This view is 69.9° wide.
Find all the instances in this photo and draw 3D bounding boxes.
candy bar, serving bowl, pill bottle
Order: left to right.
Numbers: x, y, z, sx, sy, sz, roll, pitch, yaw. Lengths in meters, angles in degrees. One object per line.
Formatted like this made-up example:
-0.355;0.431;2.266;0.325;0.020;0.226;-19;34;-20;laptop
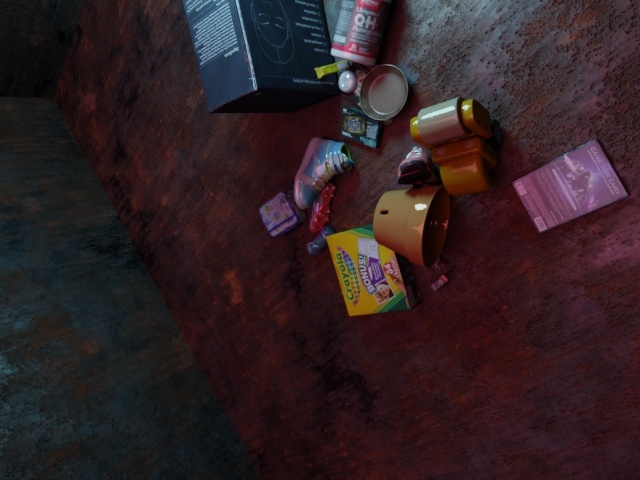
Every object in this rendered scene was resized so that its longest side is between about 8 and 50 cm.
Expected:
0.050;-0.670;1.784;0.018;0.161;0.040;0;114;59;candy bar
0.102;-0.622;1.799;0.083;0.027;0.083;13;111;36;serving bowl
0.154;-0.811;1.644;0.176;0.176;0.318;29;119;30;pill bottle

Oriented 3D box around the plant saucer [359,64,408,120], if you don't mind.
0.239;-0.546;1.701;0.198;0.036;0.199;6;101;34;plant saucer

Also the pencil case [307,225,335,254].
0.000;0.000;2.062;0.070;0.064;0.152;28;128;-20;pencil case

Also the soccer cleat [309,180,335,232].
-0.004;-0.156;2.023;0.095;0.083;0.248;41;125;41;soccer cleat

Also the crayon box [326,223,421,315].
0.215;0.117;1.897;0.313;0.106;0.363;-15;92;40;crayon box

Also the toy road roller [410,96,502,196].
0.447;-0.283;1.463;0.202;0.329;0.241;-9;74;39;toy road roller

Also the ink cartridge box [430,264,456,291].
0.472;0.144;1.727;0.029;0.063;0.115;51;127;17;ink cartridge box

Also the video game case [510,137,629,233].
0.769;-0.163;1.432;0.274;0.026;0.196;-31;82;39;video game case

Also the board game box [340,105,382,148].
0.160;-0.451;1.818;0.186;0.026;0.126;28;129;33;board game box

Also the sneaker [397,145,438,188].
0.325;-0.263;1.584;0.116;0.314;0.136;-11;84;21;sneaker

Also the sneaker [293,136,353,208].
0.020;-0.272;1.882;0.208;0.127;0.319;13;85;32;sneaker

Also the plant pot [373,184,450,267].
0.320;-0.066;1.633;0.203;0.291;0.291;14;111;30;plant pot

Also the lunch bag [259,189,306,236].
-0.179;-0.124;2.159;0.219;0.090;0.176;-27;88;41;lunch bag

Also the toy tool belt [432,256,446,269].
0.442;0.085;1.752;0.083;0.052;0.051;29;150;33;toy tool belt

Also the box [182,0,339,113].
-0.215;-0.758;1.757;0.297;0.480;0.472;-9;96;41;box

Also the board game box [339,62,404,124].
0.197;-0.571;1.773;0.259;0.030;0.136;42;122;22;board game box
